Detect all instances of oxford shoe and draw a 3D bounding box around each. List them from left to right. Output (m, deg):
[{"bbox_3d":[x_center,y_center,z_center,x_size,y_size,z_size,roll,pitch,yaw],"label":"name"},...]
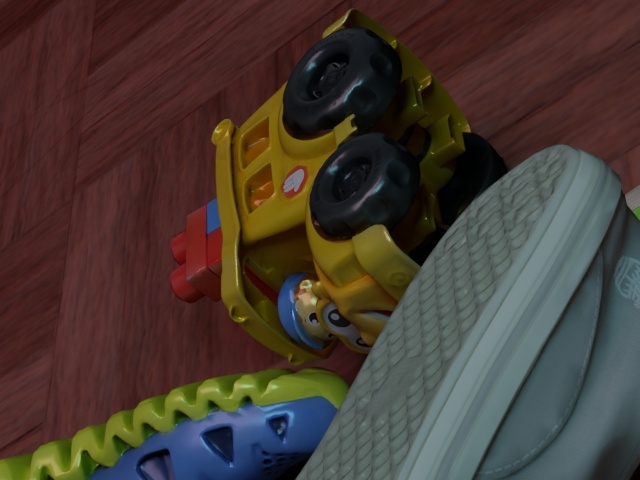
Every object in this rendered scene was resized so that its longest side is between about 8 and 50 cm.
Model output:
[{"bbox_3d":[0.044,0.154,0.772,0.449,0.130,0.169,-55,16,-24],"label":"oxford shoe"}]

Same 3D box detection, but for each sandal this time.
[{"bbox_3d":[-0.105,0.174,1.082,0.317,0.126,0.138,-26,77,25],"label":"sandal"}]

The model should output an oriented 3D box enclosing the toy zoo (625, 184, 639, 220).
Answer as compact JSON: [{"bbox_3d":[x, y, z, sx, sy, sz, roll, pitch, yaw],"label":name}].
[{"bbox_3d":[0.257,0.034,0.817,0.192,0.030,0.293,-36,37,25],"label":"toy zoo"}]

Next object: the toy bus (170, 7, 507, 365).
[{"bbox_3d":[0.000,0.000,1.044,0.211,0.149,0.220,-32,40,21],"label":"toy bus"}]
